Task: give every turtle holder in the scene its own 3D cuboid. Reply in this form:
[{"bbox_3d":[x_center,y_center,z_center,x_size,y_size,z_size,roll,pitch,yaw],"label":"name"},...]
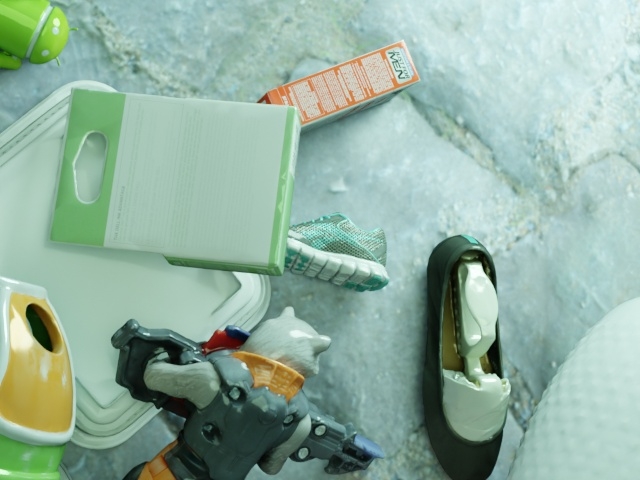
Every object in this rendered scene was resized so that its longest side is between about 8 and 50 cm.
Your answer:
[{"bbox_3d":[-0.374,0.133,1.271,0.243,0.320,0.227,18,83,-42],"label":"turtle holder"}]

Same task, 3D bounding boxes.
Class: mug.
[{"bbox_3d":[0.379,0.264,1.452,0.374,0.276,0.328,39,65,-39],"label":"mug"}]

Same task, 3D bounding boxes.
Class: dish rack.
[{"bbox_3d":[-0.233,0.021,1.394,0.285,0.072,0.333,-42,96,-16],"label":"dish rack"}]

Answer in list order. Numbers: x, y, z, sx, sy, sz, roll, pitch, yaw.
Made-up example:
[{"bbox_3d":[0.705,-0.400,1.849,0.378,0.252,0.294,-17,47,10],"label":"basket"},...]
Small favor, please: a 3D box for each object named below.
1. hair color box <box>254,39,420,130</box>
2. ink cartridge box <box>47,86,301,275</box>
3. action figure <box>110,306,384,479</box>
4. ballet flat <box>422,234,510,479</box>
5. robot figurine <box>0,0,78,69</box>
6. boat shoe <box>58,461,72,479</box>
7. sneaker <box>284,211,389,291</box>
[{"bbox_3d":[0.014,-0.160,1.469,0.167,0.093,0.053,-21,90,-17],"label":"hair color box"},{"bbox_3d":[-0.146,-0.061,1.365,0.235,0.056,0.171,5,78,5],"label":"ink cartridge box"},{"bbox_3d":[-0.066,0.231,1.340,0.341,0.178,0.330,21,95,-28],"label":"action figure"},{"bbox_3d":[0.161,0.131,1.473,0.095,0.096,0.280,-4,85,-16],"label":"ballet flat"},{"bbox_3d":[-0.315,-0.228,1.399,0.115,0.067,0.101,26,105,-11],"label":"robot figurine"},{"bbox_3d":[-0.270,0.306,1.346,0.083,0.076,0.226,-18,89,-17],"label":"boat shoe"},{"bbox_3d":[0.000,0.000,1.472,0.166,0.065,0.076,19,63,-16],"label":"sneaker"}]
